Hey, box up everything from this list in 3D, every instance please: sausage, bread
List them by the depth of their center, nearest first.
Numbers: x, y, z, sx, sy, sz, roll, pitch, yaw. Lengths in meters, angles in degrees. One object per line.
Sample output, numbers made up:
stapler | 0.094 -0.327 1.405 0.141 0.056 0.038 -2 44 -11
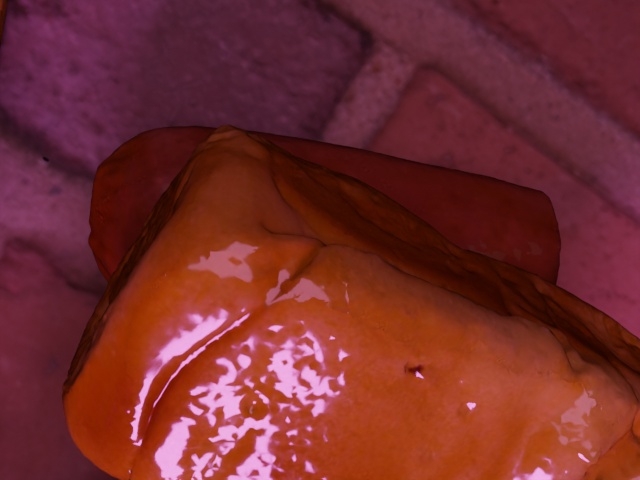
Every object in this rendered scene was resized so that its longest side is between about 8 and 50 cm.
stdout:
bread | 0.033 0.079 0.484 0.294 0.132 0.167 28 108 -17
sausage | 0.000 0.000 0.573 0.259 0.113 0.113 11 88 -7

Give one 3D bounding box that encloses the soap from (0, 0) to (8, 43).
soap | -0.216 -0.141 0.525 0.080 0.160 0.257 7 88 -5
